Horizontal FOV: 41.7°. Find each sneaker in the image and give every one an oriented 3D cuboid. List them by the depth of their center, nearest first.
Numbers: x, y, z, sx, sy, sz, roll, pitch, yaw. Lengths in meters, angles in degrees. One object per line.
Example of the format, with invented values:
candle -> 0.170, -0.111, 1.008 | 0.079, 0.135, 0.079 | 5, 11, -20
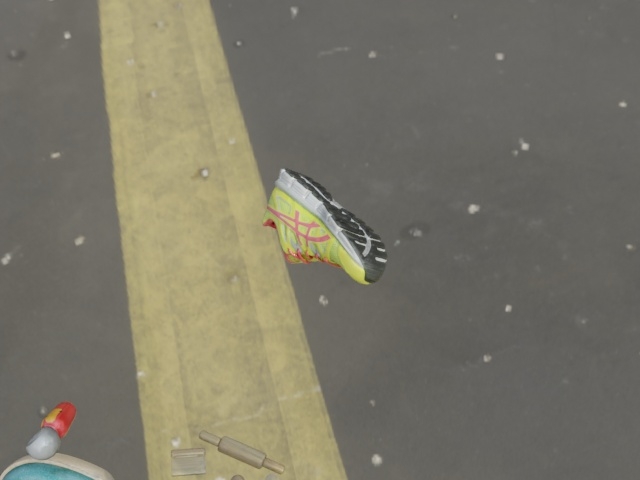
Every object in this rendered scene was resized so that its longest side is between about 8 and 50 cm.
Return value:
sneaker -> 0.000, 0.000, 1.017 | 0.094, 0.081, 0.208 | -56, 47, 13

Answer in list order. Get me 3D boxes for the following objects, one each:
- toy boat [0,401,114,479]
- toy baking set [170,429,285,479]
toy boat -> -0.574, 0.506, 1.805 | 0.267, 0.318, 0.148 | 9, 27, 5
toy baking set -> -0.148, 0.434, 1.422 | 0.256, 0.030, 0.197 | 19, 51, 4
